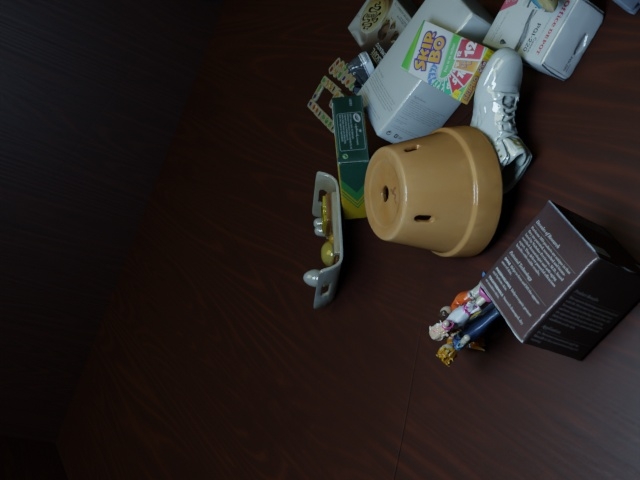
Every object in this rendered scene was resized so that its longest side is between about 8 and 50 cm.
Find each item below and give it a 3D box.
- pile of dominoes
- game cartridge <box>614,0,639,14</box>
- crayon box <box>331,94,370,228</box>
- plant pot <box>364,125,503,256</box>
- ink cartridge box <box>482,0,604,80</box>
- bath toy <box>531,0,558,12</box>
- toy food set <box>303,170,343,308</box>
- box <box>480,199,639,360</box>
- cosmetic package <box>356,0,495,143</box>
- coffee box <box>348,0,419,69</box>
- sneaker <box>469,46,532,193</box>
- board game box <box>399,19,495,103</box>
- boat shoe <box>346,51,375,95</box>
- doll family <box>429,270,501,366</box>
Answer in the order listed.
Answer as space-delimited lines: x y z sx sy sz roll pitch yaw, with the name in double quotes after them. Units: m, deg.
0.037 -0.460 2.331 0.196 0.040 0.251 -60 34 17 "pile of dominoes"
0.612 -0.594 1.395 0.294 0.196 0.060 -59 41 17 "game cartridge"
0.084 -0.197 1.963 0.323 0.083 0.203 82 -177 -62 "crayon box"
0.224 -0.104 1.626 0.291 0.203 0.291 178 90 -69 "plant pot"
0.475 -0.455 1.625 0.159 0.092 0.218 -62 35 13 "ink cartridge box"
0.551 -0.606 1.472 0.348 0.129 0.151 -41 70 9 "bath toy"
0.000 0.000 1.999 0.220 0.092 0.306 98 171 -60 "toy food set"
0.432 0.075 1.337 0.203 0.168 0.167 -54 35 23 "box"
0.269 -0.423 1.856 0.365 0.155 0.197 -50 39 28 "cosmetic package"
0.205 -0.559 2.057 0.168 0.118 0.297 -51 37 26 "coffee box"
0.398 -0.244 1.591 0.169 0.108 0.293 -128 41 -50 "sneaker"
0.273 -0.408 1.693 0.124 0.039 0.259 -63 37 15 "board game box"
0.120 -0.414 2.017 0.076 0.228 0.080 -27 67 4 "boat shoe"
0.297 0.171 1.490 0.163 0.263 0.118 -44 83 15 "doll family"
